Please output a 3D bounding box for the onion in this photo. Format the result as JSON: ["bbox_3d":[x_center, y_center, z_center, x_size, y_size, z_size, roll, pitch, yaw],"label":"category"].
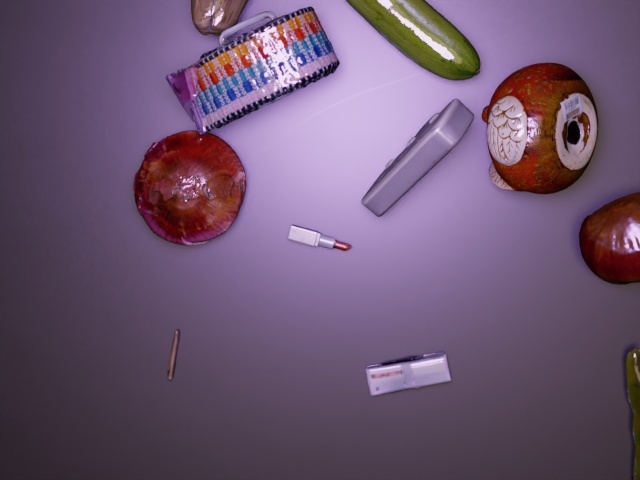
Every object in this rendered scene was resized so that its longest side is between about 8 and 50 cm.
[{"bbox_3d":[-0.261,-0.099,1.920,0.229,0.163,0.230,2,103,8],"label":"onion"}]

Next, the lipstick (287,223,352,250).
[{"bbox_3d":[0.001,-0.001,1.978,0.129,0.030,0.030,15,96,2],"label":"lipstick"}]

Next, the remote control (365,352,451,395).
[{"bbox_3d":[0.176,0.269,1.995,0.166,0.029,0.065,-11,96,5],"label":"remote control"}]

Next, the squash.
[{"bbox_3d":[0.145,-0.438,1.887,0.395,0.107,0.107,41,97,1],"label":"squash"}]

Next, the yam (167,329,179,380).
[{"bbox_3d":[-0.302,0.235,2.029,0.014,0.014,0.107,10,96,3],"label":"yam"}]

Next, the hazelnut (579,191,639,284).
[{"bbox_3d":[0.595,-0.004,1.891,0.201,0.160,0.170,-13,81,42],"label":"hazelnut"}]

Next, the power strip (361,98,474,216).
[{"bbox_3d":[0.191,-0.171,1.874,0.059,0.194,0.265,41,133,-4],"label":"power strip"}]

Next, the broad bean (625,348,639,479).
[{"bbox_3d":[0.645,0.356,1.968,0.060,0.043,0.298,-3,97,14],"label":"broad bean"}]

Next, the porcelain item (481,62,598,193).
[{"bbox_3d":[0.394,-0.212,1.866,0.252,0.253,0.253,0,96,4],"label":"porcelain item"}]

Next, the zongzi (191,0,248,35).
[{"bbox_3d":[-0.129,-0.508,1.888,0.256,0.115,0.228,-6,77,-3],"label":"zongzi"}]

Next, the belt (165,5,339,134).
[{"bbox_3d":[-0.121,-0.335,1.869,0.295,0.207,0.161,-22,98,20],"label":"belt"}]
